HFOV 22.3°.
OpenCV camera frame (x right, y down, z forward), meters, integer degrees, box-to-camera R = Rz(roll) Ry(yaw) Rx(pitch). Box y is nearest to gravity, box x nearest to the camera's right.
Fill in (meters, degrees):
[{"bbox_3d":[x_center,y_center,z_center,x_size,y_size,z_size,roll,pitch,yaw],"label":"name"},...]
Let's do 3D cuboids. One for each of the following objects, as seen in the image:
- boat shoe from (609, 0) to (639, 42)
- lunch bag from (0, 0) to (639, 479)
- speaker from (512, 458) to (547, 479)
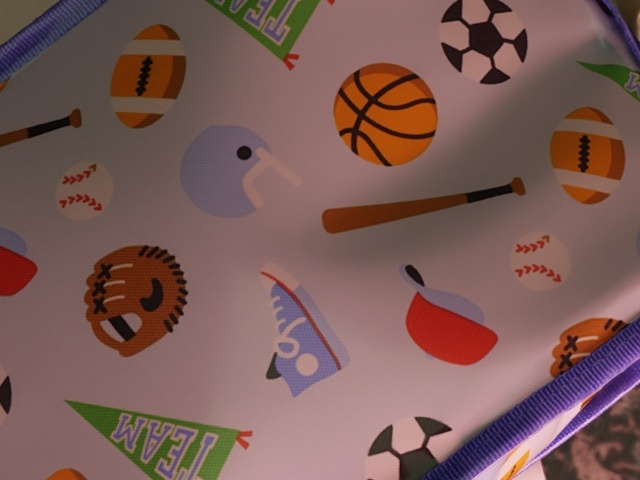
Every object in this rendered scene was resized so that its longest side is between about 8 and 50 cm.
[{"bbox_3d":[0.211,-0.144,0.925,0.109,0.094,0.302,-13,90,3],"label":"boat shoe"},{"bbox_3d":[0.000,0.000,0.850,0.385,0.239,0.328,-39,78,4],"label":"lunch bag"},{"bbox_3d":[0.064,0.150,0.953,0.136,0.055,0.055,-13,90,2],"label":"speaker"}]
